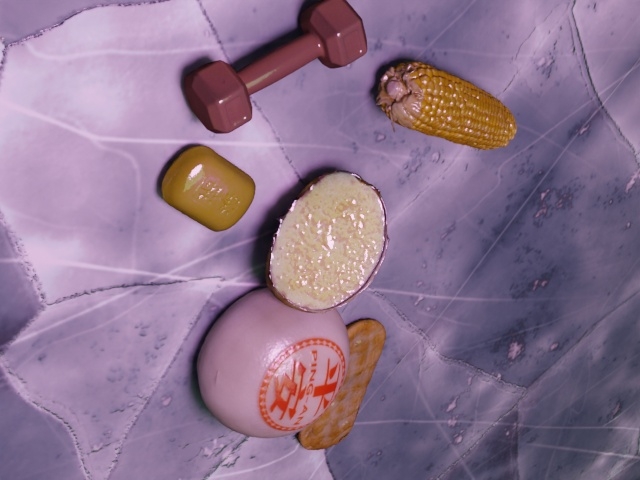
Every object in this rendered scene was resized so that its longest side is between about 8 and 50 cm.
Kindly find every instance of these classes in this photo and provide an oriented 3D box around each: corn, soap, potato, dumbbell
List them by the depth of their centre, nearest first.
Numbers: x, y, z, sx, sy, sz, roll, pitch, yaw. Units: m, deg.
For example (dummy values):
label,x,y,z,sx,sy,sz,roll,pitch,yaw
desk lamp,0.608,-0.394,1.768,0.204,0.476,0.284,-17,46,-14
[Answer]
label,x,y,z,sx,sy,sz,roll,pitch,yaw
dumbbell,-0.051,-0.213,1.381,0.231,0.082,0.092,-32,135,-18
soap,-0.138,-0.063,1.444,0.089,0.045,0.140,-55,137,1
potato,0.000,0.000,1.555,0.164,0.081,0.200,32,82,-20
corn,0.180,-0.182,1.587,0.091,0.091,0.260,-37,149,30

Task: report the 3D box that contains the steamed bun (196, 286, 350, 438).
label,x,y,z,sx,sy,sz,roll,pitch,yaw
steamed bun,-0.053,0.182,1.612,0.232,0.145,0.232,-21,131,-27

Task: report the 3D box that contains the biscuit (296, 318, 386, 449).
label,x,y,z,sx,sy,sz,roll,pitch,yaw
biscuit,0.036,0.230,1.803,0.118,0.029,0.247,-1,120,-39
